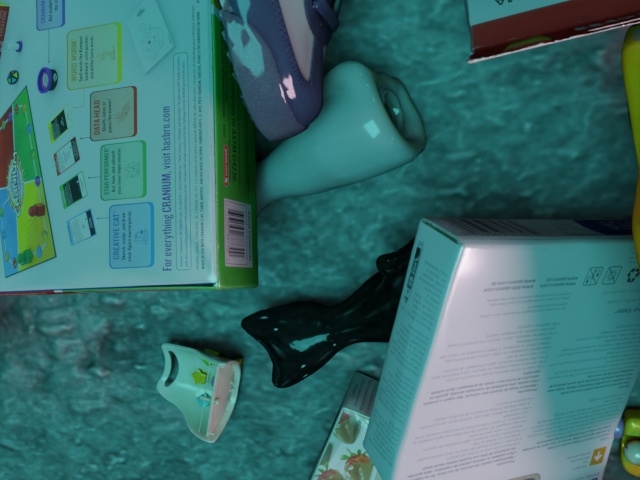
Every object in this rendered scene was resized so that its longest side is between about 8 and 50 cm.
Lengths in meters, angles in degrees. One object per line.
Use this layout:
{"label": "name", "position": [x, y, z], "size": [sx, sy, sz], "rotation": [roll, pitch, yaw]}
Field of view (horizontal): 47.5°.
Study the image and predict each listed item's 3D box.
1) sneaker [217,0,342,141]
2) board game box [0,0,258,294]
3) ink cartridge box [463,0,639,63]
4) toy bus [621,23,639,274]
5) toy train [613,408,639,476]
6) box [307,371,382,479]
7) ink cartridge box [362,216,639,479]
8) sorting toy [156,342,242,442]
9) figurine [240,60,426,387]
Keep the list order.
{"label": "sneaker", "position": [0.002, -0.223, 0.441], "size": [0.131, 0.112, 0.319], "rotation": [-2, 95, 10]}
{"label": "board game box", "position": [-0.204, -0.079, 0.540], "size": [0.316, 0.064, 0.242], "rotation": [-3, 86, 19]}
{"label": "ink cartridge box", "position": [0.165, -0.144, 0.387], "size": [0.180, 0.225, 0.056], "rotation": [-10, 102, 18]}
{"label": "toy bus", "position": [0.248, 0.040, 0.411], "size": [0.108, 0.130, 0.333], "rotation": [-5, 121, 32]}
{"label": "toy train", "position": [0.295, 0.165, 0.555], "size": [0.125, 0.046, 0.166], "rotation": [-23, 101, 21]}
{"label": "box", "position": [0.000, 0.270, 0.659], "size": [0.063, 0.067, 0.324], "rotation": [23, 112, 6]}
{"label": "ink cartridge box", "position": [0.138, 0.093, 0.501], "size": [0.223, 0.045, 0.224], "rotation": [0, 112, -31]}
{"label": "sorting toy", "position": [-0.114, 0.125, 0.654], "size": [0.075, 0.045, 0.083], "rotation": [18, 112, 16]}
{"label": "figurine", "position": [0.000, 0.000, 0.560], "size": [0.209, 0.092, 0.215], "rotation": [-25, 99, 25]}
